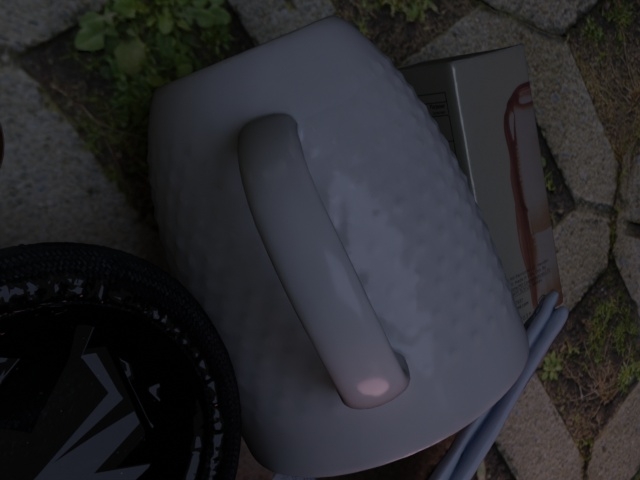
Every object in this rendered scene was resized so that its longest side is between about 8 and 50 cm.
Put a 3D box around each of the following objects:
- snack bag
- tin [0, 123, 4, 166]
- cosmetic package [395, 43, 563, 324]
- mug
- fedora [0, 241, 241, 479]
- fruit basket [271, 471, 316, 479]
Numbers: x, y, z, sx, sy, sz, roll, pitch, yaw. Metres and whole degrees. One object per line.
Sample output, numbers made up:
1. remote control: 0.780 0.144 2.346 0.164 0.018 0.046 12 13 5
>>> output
1. snack bag: 0.140 0.238 0.893 0.323 0.037 0.342 -54 164 -19
2. tin: -0.335 -0.078 0.634 0.189 0.040 0.106 7 84 -38
3. cosmetic package: 0.155 -0.054 0.950 0.129 0.153 0.296 -22 107 -37
4. mug: 0.000 0.000 0.702 0.276 0.374 0.328 -22 103 3
5. fedora: -0.225 0.154 0.604 0.334 0.152 0.334 -3 95 -38
6. fruit basket: -0.022 0.369 0.636 0.353 0.165 0.327 -40 109 -74
